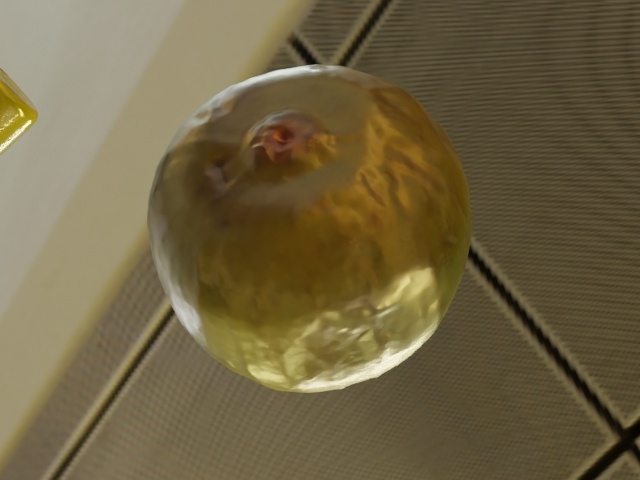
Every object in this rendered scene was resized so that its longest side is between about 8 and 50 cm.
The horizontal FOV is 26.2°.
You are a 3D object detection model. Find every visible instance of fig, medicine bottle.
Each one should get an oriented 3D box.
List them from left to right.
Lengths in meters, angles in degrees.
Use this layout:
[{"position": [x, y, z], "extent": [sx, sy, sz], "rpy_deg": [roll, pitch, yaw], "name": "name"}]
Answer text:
[{"position": [-0.455, -0.122, 1.658], "extent": [0.212, 0.122, 0.122], "rpy_deg": [-43, -114, 1], "name": "medicine bottle"}, {"position": [-0.009, 0.004, 1.387], "extent": [0.343, 0.343, 0.343], "rpy_deg": [8, -77, 39], "name": "fig"}]
